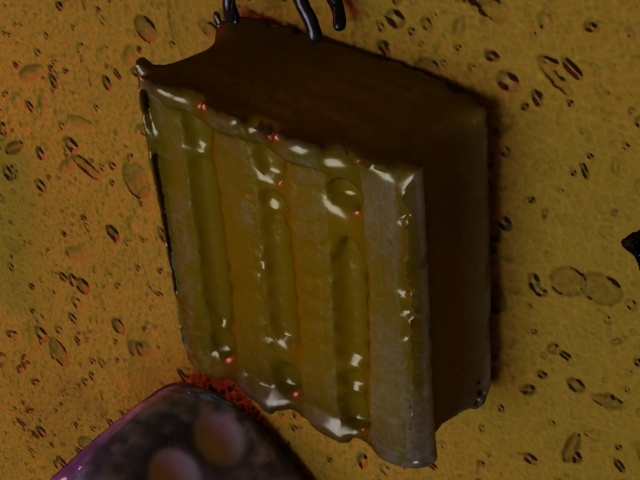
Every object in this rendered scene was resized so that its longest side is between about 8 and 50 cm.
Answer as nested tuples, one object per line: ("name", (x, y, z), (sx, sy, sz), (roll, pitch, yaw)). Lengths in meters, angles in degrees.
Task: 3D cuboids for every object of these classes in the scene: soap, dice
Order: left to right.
("dice", (-0.176, 0.337, 1.786), (0.270, 0.270, 0.271), (49, 142, 2))
("soap", (0.000, 0.000, 1.436), (0.293, 0.156, 0.335), (19, 132, 31))

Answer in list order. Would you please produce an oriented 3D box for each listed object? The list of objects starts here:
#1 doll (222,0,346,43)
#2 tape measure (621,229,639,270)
("doll", (-0.046, -0.254, 1.361), (0.139, 0.057, 0.165), (18, 127, 39))
("tape measure", (0.334, 0.032, 1.139), (0.223, 0.135, 0.202), (-33, 86, 47))
